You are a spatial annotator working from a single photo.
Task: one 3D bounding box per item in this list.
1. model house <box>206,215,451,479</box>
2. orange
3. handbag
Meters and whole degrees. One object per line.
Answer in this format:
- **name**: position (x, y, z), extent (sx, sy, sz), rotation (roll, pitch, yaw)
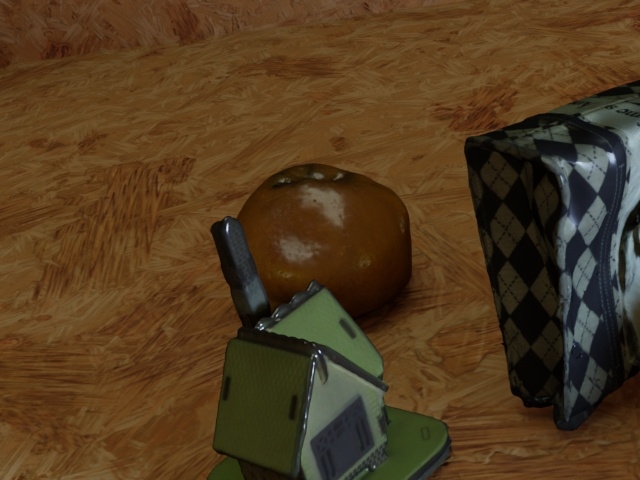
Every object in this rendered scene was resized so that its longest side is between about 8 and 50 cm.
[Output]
- **model house**: position (-0.021, 0.115, 1.188), extent (0.218, 0.279, 0.205), rotation (9, 32, 43)
- **orange**: position (0.000, 0.000, 1.556), extent (0.249, 0.183, 0.249), rotation (-11, 21, 4)
- **handbag**: position (0.359, -0.008, 1.254), extent (0.416, 0.317, 0.180), rotation (-18, 22, -25)
